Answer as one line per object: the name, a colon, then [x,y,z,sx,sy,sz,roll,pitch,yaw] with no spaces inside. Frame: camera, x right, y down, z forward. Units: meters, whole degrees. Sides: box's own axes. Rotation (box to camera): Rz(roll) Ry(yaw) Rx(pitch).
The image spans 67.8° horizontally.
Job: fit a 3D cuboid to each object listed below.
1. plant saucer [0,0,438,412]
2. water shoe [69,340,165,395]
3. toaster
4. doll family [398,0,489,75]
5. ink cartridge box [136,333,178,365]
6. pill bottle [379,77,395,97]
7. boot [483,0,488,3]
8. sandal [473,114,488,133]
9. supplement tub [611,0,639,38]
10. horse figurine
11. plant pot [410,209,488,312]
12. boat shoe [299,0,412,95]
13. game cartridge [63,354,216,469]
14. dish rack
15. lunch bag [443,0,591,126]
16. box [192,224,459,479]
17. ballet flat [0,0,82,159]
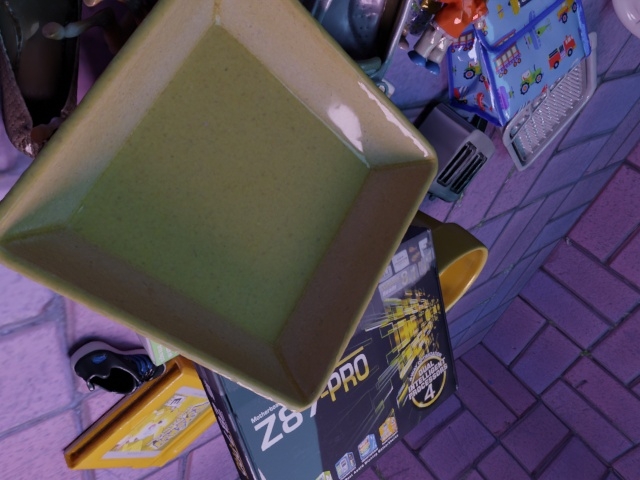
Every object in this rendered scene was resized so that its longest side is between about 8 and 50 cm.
plant saucer: [-0.067,-0.049,0.474,0.333,0.081,0.333,38,74,-29]
water shoe: [-0.327,0.227,0.795,0.073,0.080,0.203,-44,151,2]
toaster: [0.249,-0.174,0.956,0.186,0.110,0.168,-53,151,16]
doll family: [0.095,-0.334,0.580,0.263,0.118,0.163,10,131,-32]
ink cartridge box: [-0.132,-0.005,0.611,0.272,0.198,0.115,-26,146,-29]
pill bottle: [0.023,-0.175,0.688,0.094,0.094,0.169,7,124,-54]
boot: [0.238,-0.419,0.625,0.152,0.073,0.197,-35,134,-28]
sandal: [0.340,-0.216,1.098,0.067,0.040,0.179,-17,127,-48]
supplement tub: [0.811,-0.593,0.973,0.331,0.241,0.241,-45,151,1]
horse figurine: [-0.188,-0.149,0.450,0.174,0.066,0.263,-57,169,-66]
plant pot: [0.174,0.033,1.002,0.254,0.239,0.254,-31,149,-21]
boat shoe: [0.037,-0.231,0.500,0.118,0.103,0.320,2,136,-21]
game cartridge: [-0.326,0.385,1.034,0.285,0.053,0.324,-41,150,-3]
dish rack: [0.538,-0.329,1.153,0.285,0.072,0.333,-51,150,12]
lunch bag: [0.308,-0.379,0.775,0.221,0.138,0.293,-39,135,-6]
box: [0.034,0.190,0.723,0.395,0.097,0.318,-26,111,-30]
ballet flat: [-0.239,-0.173,0.402,0.084,0.058,0.250,-15,141,-41]
